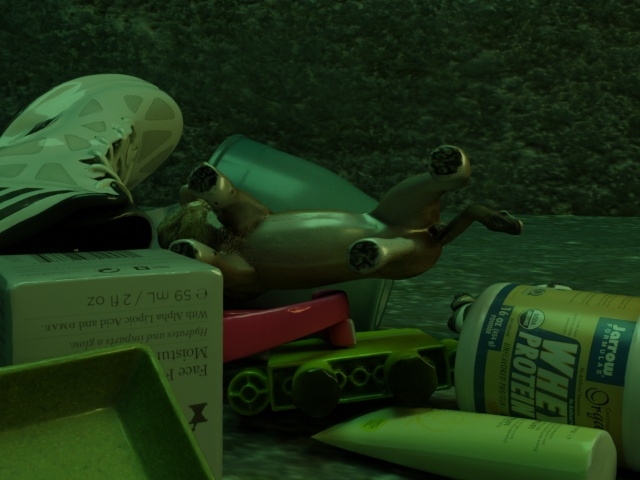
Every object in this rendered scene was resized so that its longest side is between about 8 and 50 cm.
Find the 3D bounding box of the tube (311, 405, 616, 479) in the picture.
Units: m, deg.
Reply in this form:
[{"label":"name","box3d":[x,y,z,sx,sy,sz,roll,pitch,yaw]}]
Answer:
[{"label":"tube","box3d":[0.111,0.166,0.636,0.240,0.062,0.070,0,-35,40]}]

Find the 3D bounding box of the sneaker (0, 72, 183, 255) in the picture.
[{"label":"sneaker","box3d":[-0.233,-0.040,0.807,0.258,0.169,0.447,18,33,24]}]

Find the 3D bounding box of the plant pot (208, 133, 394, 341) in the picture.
[{"label":"plant pot","box3d":[-0.026,0.021,1.052,0.255,0.271,0.272,17,11,9]}]

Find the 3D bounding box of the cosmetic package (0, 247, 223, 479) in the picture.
[{"label":"cosmetic package","box3d":[-0.171,0.106,0.598,0.151,0.183,0.151,-4,7,-29]}]

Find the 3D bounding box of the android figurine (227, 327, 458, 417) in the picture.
[{"label":"android figurine","box3d":[0.032,0.130,0.785,0.249,0.056,0.273,-7,-3,-4]}]

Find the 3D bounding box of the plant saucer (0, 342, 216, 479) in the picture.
[{"label":"plant saucer","box3d":[-0.152,0.158,0.439,0.189,0.045,0.188,-6,52,-41]}]

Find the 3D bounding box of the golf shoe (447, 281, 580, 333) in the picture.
[{"label":"golf shoe","box3d":[0.274,0.109,1.039,0.198,0.077,0.094,-8,20,-9]}]

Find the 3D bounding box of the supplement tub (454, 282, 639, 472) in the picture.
[{"label":"supplement tub","box3d":[0.232,0.115,0.668,0.200,0.144,0.144,4,9,35]}]

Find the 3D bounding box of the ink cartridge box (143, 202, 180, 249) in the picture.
[{"label":"ink cartridge box","box3d":[-0.308,0.037,1.083,0.324,0.071,0.330,-25,3,14]}]

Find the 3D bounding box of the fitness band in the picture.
[{"label":"fitness band","box3d":[-0.075,0.090,0.815,0.209,0.054,0.291,-7,-2,-6]}]

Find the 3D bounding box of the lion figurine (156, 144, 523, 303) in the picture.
[{"label":"lion figurine","box3d":[0.000,0.000,0.779,0.393,0.142,0.240,5,-11,15]}]
